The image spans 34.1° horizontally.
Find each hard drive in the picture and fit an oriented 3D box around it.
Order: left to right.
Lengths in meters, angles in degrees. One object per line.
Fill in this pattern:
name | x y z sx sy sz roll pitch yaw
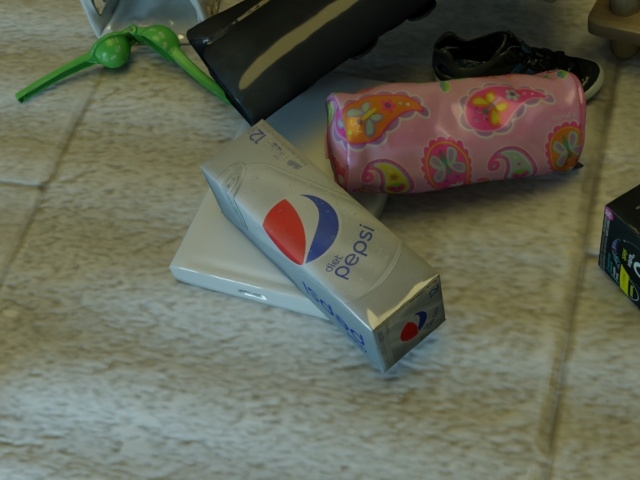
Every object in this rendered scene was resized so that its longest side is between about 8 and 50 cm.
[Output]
hard drive | -0.022 -0.067 1.217 0.203 0.040 0.307 13 61 19

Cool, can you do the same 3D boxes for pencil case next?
pencil case | 0.148 -0.119 1.147 0.284 0.124 0.124 -8 55 -8

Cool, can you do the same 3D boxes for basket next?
basket | -0.224 -0.338 1.394 0.167 0.113 0.103 2 56 13

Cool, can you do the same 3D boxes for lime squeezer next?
lime squeezer | -0.250 -0.229 1.376 0.310 0.059 0.110 3 90 13

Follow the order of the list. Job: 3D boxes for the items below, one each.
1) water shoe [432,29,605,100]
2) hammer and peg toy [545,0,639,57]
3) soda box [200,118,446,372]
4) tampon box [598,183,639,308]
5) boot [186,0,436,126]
water shoe | 0.231 -0.203 1.228 0.203 0.080 0.073 3 58 14
hammer and peg toy | 0.428 -0.318 1.236 0.361 0.127 0.266 19 63 26
soda box | 0.000 0.000 1.087 0.091 0.098 0.286 -39 59 -13
tampon box | 0.367 0.026 1.025 0.101 0.120 0.161 -30 56 -9
boot | 0.080 -0.278 1.138 0.445 0.146 0.367 -29 20 -2
